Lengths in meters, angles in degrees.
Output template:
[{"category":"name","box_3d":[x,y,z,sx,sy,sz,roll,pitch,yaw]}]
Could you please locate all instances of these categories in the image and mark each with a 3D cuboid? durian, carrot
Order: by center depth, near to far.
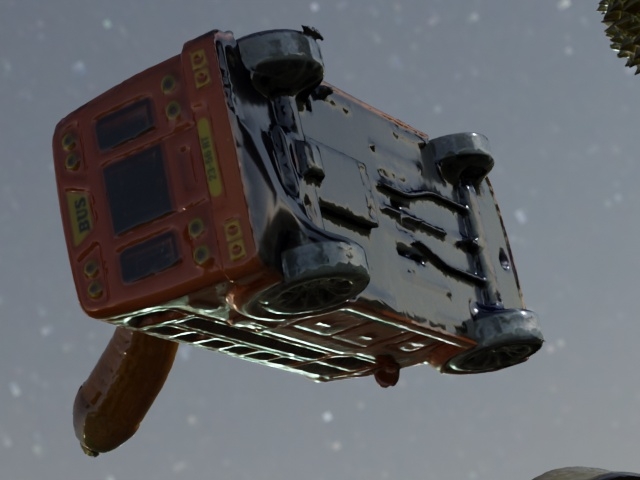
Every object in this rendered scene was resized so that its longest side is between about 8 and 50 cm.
[{"category":"carrot","box_3d":[-0.139,0.058,1.564,0.062,0.066,0.271,-7,-55,-55]},{"category":"durian","box_3d":[0.302,-0.223,1.627,0.102,0.146,0.208,27,-38,-23]}]

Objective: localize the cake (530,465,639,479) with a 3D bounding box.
[{"category":"cake","box_3d":[0.232,0.284,1.621,0.208,0.185,0.178,13,-7,-5]}]

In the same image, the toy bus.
[{"category":"toy bus","box_3d":[0.000,0.000,1.093,0.153,0.143,0.329,-22,-20,25]}]
